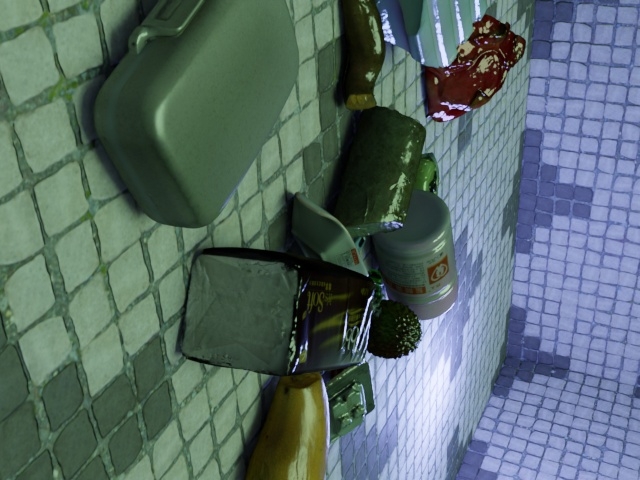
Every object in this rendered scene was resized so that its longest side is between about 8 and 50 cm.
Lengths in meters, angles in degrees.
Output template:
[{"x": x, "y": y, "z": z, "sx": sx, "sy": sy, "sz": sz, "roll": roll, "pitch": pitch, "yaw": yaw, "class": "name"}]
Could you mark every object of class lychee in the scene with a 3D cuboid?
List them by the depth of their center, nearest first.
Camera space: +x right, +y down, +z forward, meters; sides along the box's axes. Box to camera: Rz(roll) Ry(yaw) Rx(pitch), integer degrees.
[{"x": 0.179, "y": 0.226, "z": 2.010, "sx": 0.171, "sy": 0.171, "sz": 0.171, "roll": 11, "pitch": 90, "yaw": -67, "class": "lychee"}]

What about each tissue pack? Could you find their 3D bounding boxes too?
[{"x": -0.058, "y": 0.122, "z": 1.379, "sx": 0.370, "sy": 0.209, "sz": 0.198, "roll": 14, "pitch": 80, "yaw": -66, "class": "tissue pack"}]

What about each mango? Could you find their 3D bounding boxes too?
[{"x": -0.060, "y": 0.432, "z": 1.582, "sx": 0.187, "sy": 0.143, "sz": 0.360, "roll": 50, "pitch": 52, "yaw": -64, "class": "mango"}]

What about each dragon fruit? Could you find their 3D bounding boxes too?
[{"x": 0.405, "y": -0.489, "z": 2.132, "sx": 0.329, "sy": 0.227, "sz": 0.286, "roll": 49, "pitch": 57, "yaw": -64, "class": "dragon fruit"}]

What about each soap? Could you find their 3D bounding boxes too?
[{"x": 0.226, "y": -0.544, "z": 1.688, "sx": 0.261, "sy": 0.156, "sz": 0.446, "roll": -55, "pitch": 161, "yaw": -4, "class": "soap"}]

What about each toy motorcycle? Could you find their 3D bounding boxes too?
[{"x": 0.123, "y": 0.127, "z": 1.922, "sx": 0.190, "sy": 0.074, "sz": 0.106, "roll": -80, "pitch": -177, "yaw": -82, "class": "toy motorcycle"}]

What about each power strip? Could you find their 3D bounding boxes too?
[{"x": 0.059, "y": 0.398, "z": 1.843, "sx": 0.198, "sy": 0.064, "sz": 0.213, "roll": -35, "pitch": 139, "yaw": -20, "class": "power strip"}]

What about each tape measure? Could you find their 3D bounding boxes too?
[{"x": 0.278, "y": -0.149, "z": 2.165, "sx": 0.154, "sy": 0.087, "sz": 0.178, "roll": -33, "pitch": 128, "yaw": -58, "class": "tape measure"}]

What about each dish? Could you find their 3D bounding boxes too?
[{"x": 0.000, "y": 0.000, "z": 1.554, "sx": 0.064, "sy": 0.154, "sz": 0.234, "roll": -45, "pitch": 147, "yaw": -12, "class": "dish"}]

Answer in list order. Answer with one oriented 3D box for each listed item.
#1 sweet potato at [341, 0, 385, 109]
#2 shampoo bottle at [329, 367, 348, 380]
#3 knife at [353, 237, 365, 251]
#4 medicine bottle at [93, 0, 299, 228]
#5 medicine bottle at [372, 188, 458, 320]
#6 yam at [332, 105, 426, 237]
[{"x": 0.085, "y": -0.406, "z": 1.610, "sx": 0.112, "sy": 0.085, "sz": 0.286, "roll": -39, "pitch": 135, "yaw": -50, "class": "sweet potato"}, {"x": 0.057, "y": 0.264, "z": 1.872, "sx": 0.102, "sy": 0.064, "sz": 0.260, "roll": -41, "pitch": 137, "yaw": -53, "class": "shampoo bottle"}, {"x": 0.039, "y": 0.079, "z": 1.811, "sx": 0.313, "sy": 0.019, "sz": 0.045, "roll": -57, "pitch": 141, "yaw": -40, "class": "knife"}, {"x": -0.154, "y": -0.214, "z": 1.100, "sx": 0.375, "sy": 0.122, "sz": 0.282, "roll": -63, "pitch": 151, "yaw": -30, "class": "medicine bottle"}, {"x": 0.247, "y": 0.042, "z": 2.034, "sx": 0.202, "sy": 0.202, "sz": 0.316, "roll": -63, "pitch": 151, "yaw": -33, "class": "medicine bottle"}, {"x": 0.129, "y": -0.140, "z": 1.743, "sx": 0.168, "sy": 0.167, "sz": 0.305, "roll": 42, "pitch": 60, "yaw": -63, "class": "yam"}]
